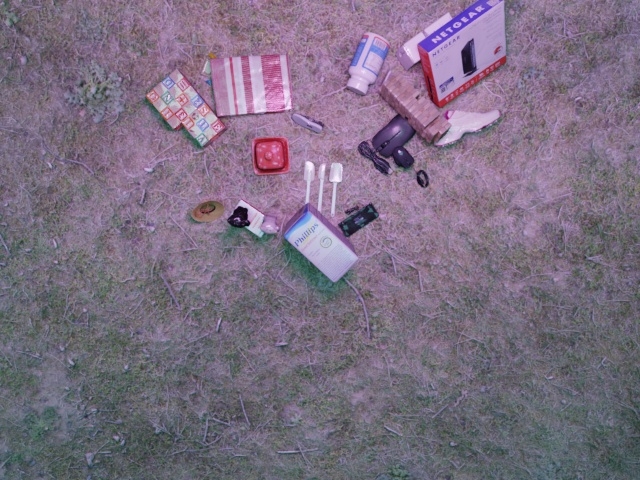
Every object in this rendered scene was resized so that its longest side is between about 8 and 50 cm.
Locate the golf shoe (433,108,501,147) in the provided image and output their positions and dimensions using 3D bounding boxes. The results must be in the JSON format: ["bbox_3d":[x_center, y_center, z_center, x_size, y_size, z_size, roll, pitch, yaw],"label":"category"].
[{"bbox_3d":[0.615,-0.511,1.886,0.306,0.115,0.140,-23,97,1],"label":"golf shoe"}]

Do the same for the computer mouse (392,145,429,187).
[{"bbox_3d":[0.397,-0.315,1.915,0.242,0.041,0.071,40,100,-25],"label":"computer mouse"}]

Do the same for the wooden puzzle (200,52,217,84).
[{"bbox_3d":[-0.461,-0.721,1.858,0.078,0.014,0.116,30,97,-2],"label":"wooden puzzle"}]

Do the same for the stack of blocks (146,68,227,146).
[{"bbox_3d":[-0.554,-0.534,1.848,0.171,0.087,0.297,-39,99,5],"label":"stack of blocks"}]

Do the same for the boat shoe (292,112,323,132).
[{"bbox_3d":[-0.053,-0.511,1.896,0.142,0.049,0.040,27,65,-5],"label":"boat shoe"}]

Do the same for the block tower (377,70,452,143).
[{"bbox_3d":[0.385,-0.549,1.827,0.091,0.097,0.335,-42,81,-8],"label":"block tower"}]

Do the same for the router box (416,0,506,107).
[{"bbox_3d":[0.570,-0.745,1.763,0.335,0.301,0.082,-35,55,5],"label":"router box"}]

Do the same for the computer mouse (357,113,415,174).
[{"bbox_3d":[0.313,-0.435,1.906,0.188,0.072,0.272,42,96,-7],"label":"computer mouse"}]

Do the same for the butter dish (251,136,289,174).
[{"bbox_3d":[-0.215,-0.361,1.875,0.160,0.118,0.160,-3,99,-1],"label":"butter dish"}]

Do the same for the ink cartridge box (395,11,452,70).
[{"bbox_3d":[0.431,-0.805,1.802,0.218,0.158,0.092,-33,99,4],"label":"ink cartridge box"}]

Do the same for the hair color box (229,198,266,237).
[{"bbox_3d":[-0.304,-0.098,1.951,0.167,0.053,0.093,35,95,-6],"label":"hair color box"}]

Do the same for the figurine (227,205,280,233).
[{"bbox_3d":[-0.271,-0.073,1.823,0.215,0.209,0.092,12,98,-5],"label":"figurine"}]

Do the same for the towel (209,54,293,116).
[{"bbox_3d":[-0.287,-0.652,1.858,0.329,0.037,0.237,-6,98,-6],"label":"towel"}]

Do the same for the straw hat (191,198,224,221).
[{"bbox_3d":[-0.496,-0.148,1.928,0.144,0.144,0.061,-27,57,3],"label":"straw hat"}]

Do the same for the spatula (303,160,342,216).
[{"bbox_3d":[0.007,-0.224,1.958,0.168,0.019,0.242,4,99,-4],"label":"spatula"}]

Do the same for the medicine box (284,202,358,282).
[{"bbox_3d":[0.000,0.000,1.867,0.289,0.263,0.149,43,98,-10],"label":"medicine box"}]

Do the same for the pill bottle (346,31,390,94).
[{"bbox_3d":[0.189,-0.726,1.825,0.124,0.124,0.221,23,99,-6],"label":"pill bottle"}]

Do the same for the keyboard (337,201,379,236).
[{"bbox_3d":[0.164,-0.106,1.983,0.180,0.023,0.108,-34,106,3],"label":"keyboard"}]
